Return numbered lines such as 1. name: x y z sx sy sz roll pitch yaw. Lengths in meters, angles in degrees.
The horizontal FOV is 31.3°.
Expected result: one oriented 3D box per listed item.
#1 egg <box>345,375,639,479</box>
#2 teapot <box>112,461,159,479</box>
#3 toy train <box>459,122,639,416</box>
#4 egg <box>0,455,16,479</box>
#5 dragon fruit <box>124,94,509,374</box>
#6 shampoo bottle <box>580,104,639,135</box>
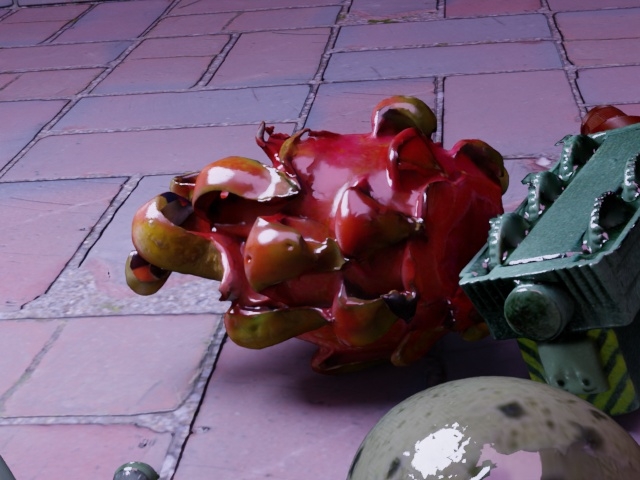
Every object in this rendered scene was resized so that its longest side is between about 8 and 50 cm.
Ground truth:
1. egg: 0.095 0.162 0.643 0.177 0.177 0.228 -15 12 -21
2. teapot: -0.143 0.194 0.793 0.042 0.043 0.111 -2 19 9
3. toy train: 0.246 0.015 0.942 0.138 0.178 0.330 -10 21 37
4. egg: -0.265 0.187 0.533 0.276 0.276 0.389 -16 28 -22
5. dragon fruit: 0.010 -0.007 0.965 0.307 0.228 0.243 17 -31 -28
6. shampoo bottle: 0.374 -0.094 1.311 0.102 0.064 0.260 -12 23 -5
